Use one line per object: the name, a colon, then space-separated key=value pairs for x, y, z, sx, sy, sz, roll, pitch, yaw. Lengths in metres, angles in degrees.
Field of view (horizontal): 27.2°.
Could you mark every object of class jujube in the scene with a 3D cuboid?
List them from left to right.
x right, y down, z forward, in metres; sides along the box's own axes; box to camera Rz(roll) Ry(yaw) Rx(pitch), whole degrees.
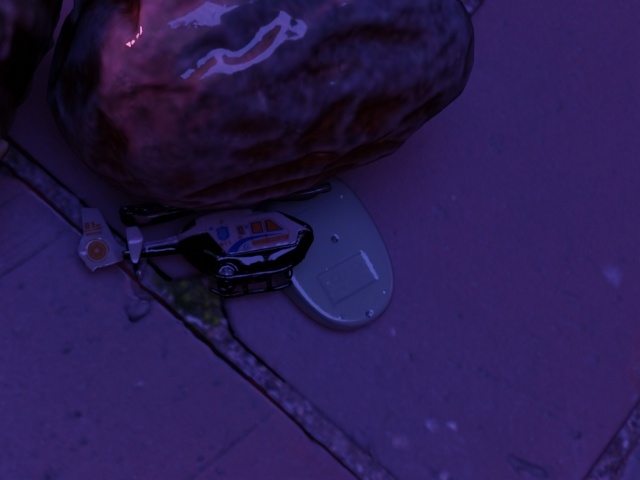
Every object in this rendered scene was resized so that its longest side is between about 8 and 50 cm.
jujube: x=-0.044 y=-0.137 z=0.957 sx=0.308 sy=0.246 sz=0.215 roll=-18 pitch=101 yaw=-15

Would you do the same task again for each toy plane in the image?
toy plane: x=-0.084 y=0.001 z=1.002 sx=0.197 sy=0.053 sz=0.078 roll=-6 pitch=72 yaw=-5

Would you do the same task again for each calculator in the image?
calculator: x=0.000 y=0.000 z=1.050 sx=0.095 sy=0.021 sz=0.153 roll=-28 pitch=84 yaw=-21

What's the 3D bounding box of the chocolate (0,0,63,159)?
chocolate: x=-0.294 y=-0.131 z=0.891 sx=0.210 sy=0.225 sz=0.340 roll=30 pitch=89 yaw=-14
